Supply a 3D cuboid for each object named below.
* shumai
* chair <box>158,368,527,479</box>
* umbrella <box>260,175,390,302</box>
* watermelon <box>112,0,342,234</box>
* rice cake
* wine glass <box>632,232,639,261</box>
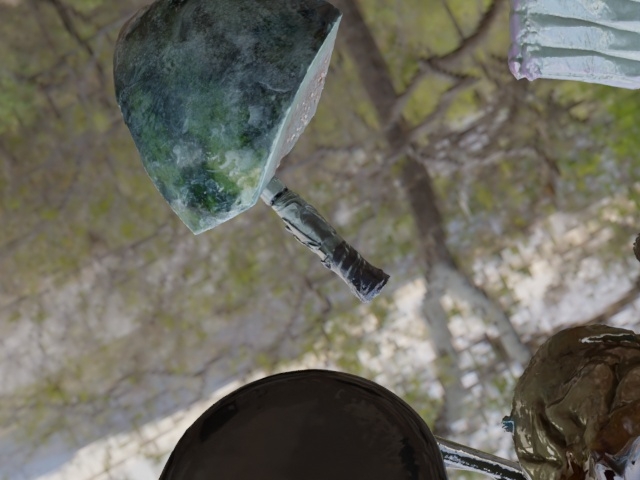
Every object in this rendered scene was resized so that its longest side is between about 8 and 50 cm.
[{"bbox_3d":[0.209,0.162,0.996,0.201,0.201,0.120,-27,-170,42],"label":"shumai"},{"bbox_3d":[0.028,0.343,1.546,0.361,0.365,0.410,4,156,17],"label":"chair"},{"bbox_3d":[0.000,0.000,1.711,0.046,0.188,0.050,-48,-179,-26],"label":"umbrella"},{"bbox_3d":[-0.087,-0.189,1.714,0.289,0.320,0.213,-37,151,15],"label":"watermelon"},{"bbox_3d":[0.275,-0.253,1.544,0.198,0.189,0.037,-6,-170,-36],"label":"rice cake"},{"bbox_3d":[0.326,0.070,1.278,0.066,0.198,0.066,-14,-138,13],"label":"wine glass"}]
